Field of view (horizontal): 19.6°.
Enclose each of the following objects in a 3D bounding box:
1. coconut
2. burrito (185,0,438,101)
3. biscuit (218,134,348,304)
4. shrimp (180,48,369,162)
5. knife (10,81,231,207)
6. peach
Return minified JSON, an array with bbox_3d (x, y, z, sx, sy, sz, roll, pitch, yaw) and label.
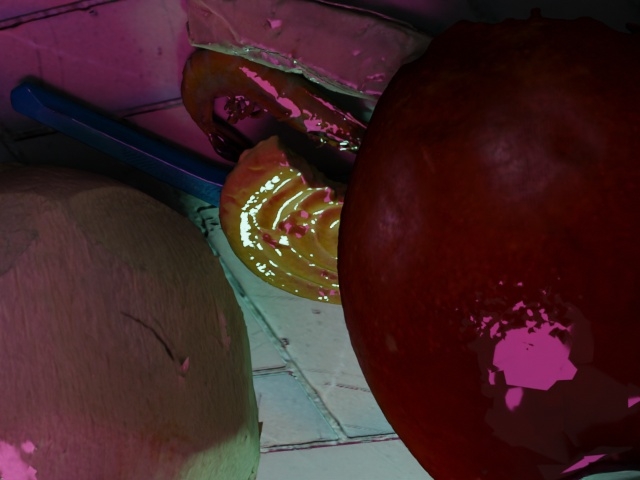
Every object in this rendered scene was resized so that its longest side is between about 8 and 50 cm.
[{"bbox_3d":[-0.222,0.106,1.525,0.346,0.360,0.346,-6,160,-2],"label":"coconut"},{"bbox_3d":[0.005,-0.144,1.366,0.229,0.063,0.058,17,-179,11],"label":"burrito"},{"bbox_3d":[0.000,0.001,1.509,0.144,0.033,0.224,-28,132,33],"label":"biscuit"},{"bbox_3d":[-0.033,-0.087,1.456,0.178,0.034,0.124,27,142,-9],"label":"shrimp"},{"bbox_3d":[-0.116,-0.061,1.520,0.296,0.026,0.044,26,137,-10],"label":"knife"},{"bbox_3d":[0.187,0.046,1.293,0.335,0.310,0.406,-7,143,14],"label":"peach"}]
